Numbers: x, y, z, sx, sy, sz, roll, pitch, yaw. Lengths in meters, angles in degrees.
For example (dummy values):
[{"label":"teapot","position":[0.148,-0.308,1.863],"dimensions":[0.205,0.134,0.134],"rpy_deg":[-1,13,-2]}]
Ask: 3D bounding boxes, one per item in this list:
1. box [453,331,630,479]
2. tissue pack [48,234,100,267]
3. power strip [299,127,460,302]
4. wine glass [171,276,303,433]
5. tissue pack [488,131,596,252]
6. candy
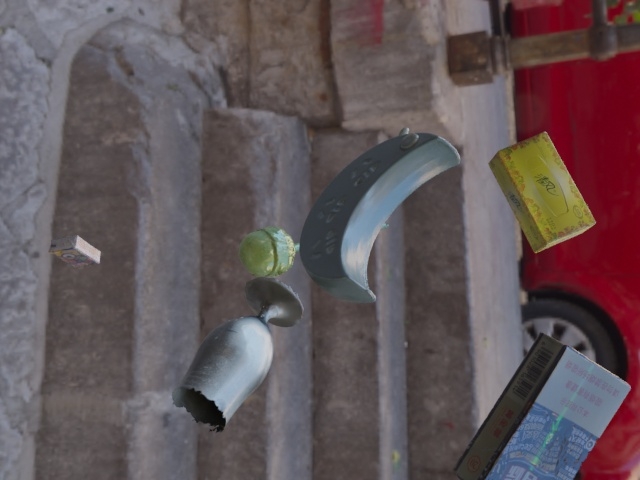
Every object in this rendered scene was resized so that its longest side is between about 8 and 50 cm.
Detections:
[{"label":"box","position":[0.407,0.345,1.435],"dimensions":[0.198,0.084,0.310],"rpy_deg":[31,91,-28]},{"label":"tissue pack","position":[-0.480,0.021,1.532],"dimensions":[0.083,0.063,0.035],"rpy_deg":[51,34,-61]},{"label":"power strip","position":[0.062,-0.043,0.940],"dimensions":[0.054,0.168,0.253],"rpy_deg":[45,66,-33]},{"label":"wine glass","position":[-0.113,0.151,1.068],"dimensions":[0.222,0.103,0.103],"rpy_deg":[-54,138,-44]},{"label":"tissue pack","position":[0.363,-0.080,1.290],"dimensions":[0.062,0.095,0.176],"rpy_deg":[108,-41,-74]},{"label":"candy","position":[0.000,0.000,1.416],"dimensions":[0.336,0.093,0.092],"rpy_deg":[-12,63,-39]}]
